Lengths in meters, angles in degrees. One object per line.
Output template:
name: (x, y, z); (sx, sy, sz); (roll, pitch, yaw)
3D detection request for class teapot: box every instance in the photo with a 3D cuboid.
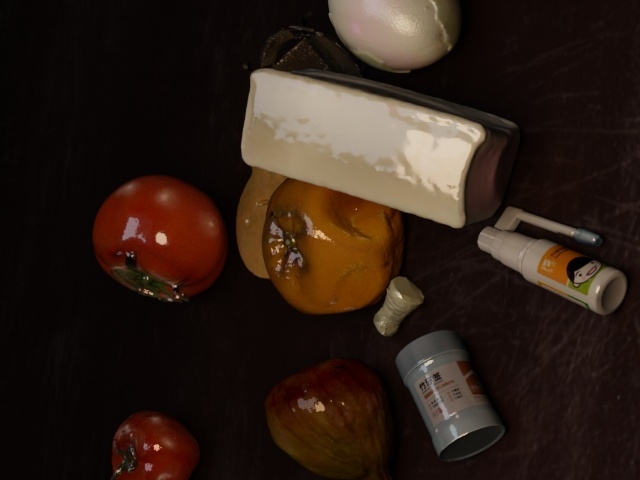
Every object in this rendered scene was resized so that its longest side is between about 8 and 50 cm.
teapot: (0.114, 0.100, 1.522); (0.083, 0.057, 0.067); (-60, 9, 29)

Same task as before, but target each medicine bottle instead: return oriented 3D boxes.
medicine bottle: (0.302, 0.018, 1.310); (0.221, 0.061, 0.092); (28, 81, 49)

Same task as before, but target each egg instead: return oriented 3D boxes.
egg: (0.117, -0.340, 1.489); (0.217, 0.183, 0.183); (37, 112, 45)

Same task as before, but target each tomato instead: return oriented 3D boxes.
tomato: (-0.307, 0.413, 1.892); (0.187, 0.151, 0.187); (-18, 64, 43)
tomato: (-0.296, -0.003, 1.881); (0.256, 0.256, 0.224); (-9, 60, 49)

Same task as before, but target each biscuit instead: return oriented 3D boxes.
biscuit: (-0.061, -0.104, 1.763); (0.275, 0.052, 0.355); (34, 109, 48)

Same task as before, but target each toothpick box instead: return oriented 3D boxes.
toothpick box: (0.178, 0.213, 1.386); (0.101, 0.101, 0.153); (-49, 51, 33)

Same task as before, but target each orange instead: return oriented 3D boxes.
orange: (0.000, 0.000, 1.559); (0.249, 0.183, 0.249); (-3, 86, 50)

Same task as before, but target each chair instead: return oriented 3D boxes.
chair: (-0.018, -0.263, 1.577); (0.149, 0.174, 0.213); (-42, 18, 4)

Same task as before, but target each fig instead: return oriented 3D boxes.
fig: (0.045, 0.310, 1.515); (0.191, 0.190, 0.290); (-21, 104, 47)

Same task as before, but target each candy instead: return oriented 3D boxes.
candy: (0.078, -0.136, 1.384); (0.359, 0.208, 0.145); (17, 105, 19)
